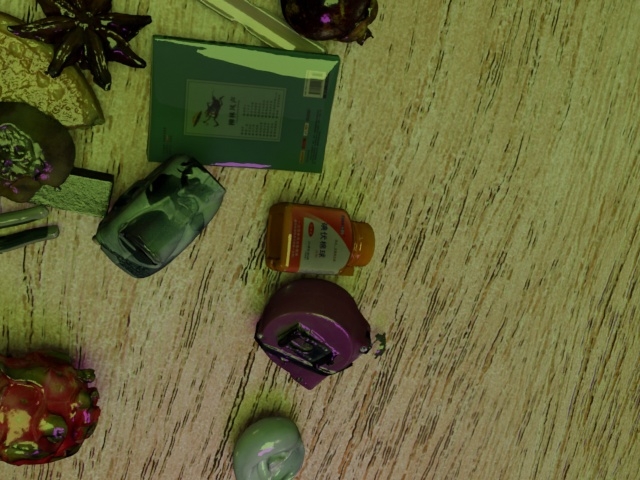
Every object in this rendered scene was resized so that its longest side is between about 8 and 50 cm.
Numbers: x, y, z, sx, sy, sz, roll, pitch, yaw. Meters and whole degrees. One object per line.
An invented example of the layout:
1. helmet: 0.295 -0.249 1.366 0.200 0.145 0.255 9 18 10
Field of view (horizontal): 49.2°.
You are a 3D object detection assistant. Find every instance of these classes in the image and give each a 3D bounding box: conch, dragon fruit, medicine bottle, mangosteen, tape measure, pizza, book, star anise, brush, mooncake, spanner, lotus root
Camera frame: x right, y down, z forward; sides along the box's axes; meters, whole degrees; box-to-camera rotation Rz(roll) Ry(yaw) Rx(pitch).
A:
1. conch: -0.122 0.514 1.664 0.185 0.121 0.221 11 111 -21
2. dragon fruit: -0.609 0.343 1.440 0.303 0.237 0.231 0 86 -3
3. medicine bottle: 0.000 0.000 1.526 0.222 0.112 0.149 5 89 -27
4. mangosteen: 0.027 -0.469 1.382 0.192 0.192 0.217 -44 134 2
5. tape measure: -0.312 -0.054 1.364 0.147 0.275 0.256 47 61 -17
6. tape measure: -0.014 0.208 1.554 0.245 0.149 0.231 38 127 -20
7. pizza: -0.566 -0.324 1.320 0.268 0.087 0.257 -10 107 -12
8. book: -0.161 -0.271 1.440 0.379 0.031 0.264 4 116 -14
9. star anise: -0.448 -0.400 1.318 0.272 0.102 0.272 6 77 -27
10. brush: -0.134 -0.448 1.407 0.321 0.050 0.060 28 112 -20
11. mooncake: 0.023 0.144 1.630 0.347 0.057 0.150 28 111 -13
12. spanner: -0.692 0.000 1.392 0.325 0.040 0.095 -14 138 -7
13. lotus root: -0.561 -0.154 1.285 0.204 0.078 0.183 31 102 -25

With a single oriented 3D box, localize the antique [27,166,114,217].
1. antique: -0.530 -0.110 1.395 0.221 0.081 0.080 12 102 -17
